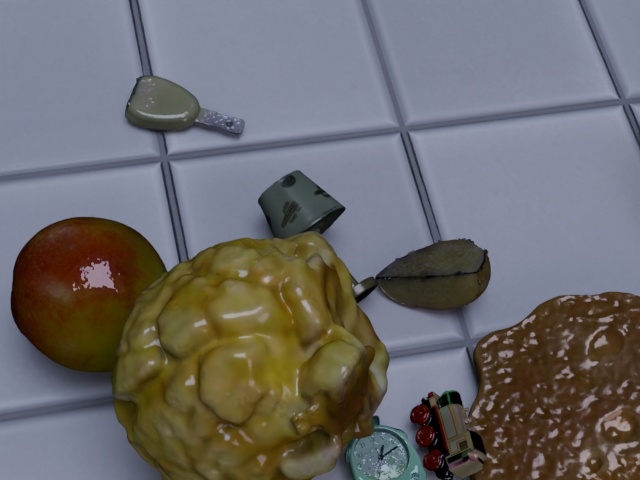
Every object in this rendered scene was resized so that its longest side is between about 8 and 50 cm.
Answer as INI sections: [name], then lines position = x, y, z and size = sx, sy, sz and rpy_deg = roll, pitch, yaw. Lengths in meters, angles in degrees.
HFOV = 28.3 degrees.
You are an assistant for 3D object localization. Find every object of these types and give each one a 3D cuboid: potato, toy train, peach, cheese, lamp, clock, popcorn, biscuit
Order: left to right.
[peach]
position = -0.319, 0.076, 1.771
size = 0.231, 0.231, 0.231
rpy_deg = 3, 59, -5
[cheese]
position = -0.217, -0.208, 2.059
size = 0.192, 0.037, 0.097
rpy_deg = 16, 60, 4
[popcorn]
position = -0.096, 0.168, 1.645
size = 0.354, 0.390, 0.344
rpy_deg = 27, 41, -17
[lamp]
position = 0.000, 0.000, 1.918
size = 0.121, 0.121, 0.215
rpy_deg = -32, 78, -23
[clock]
position = 0.083, 0.306, 1.789
size = 0.101, 0.041, 0.135
rpy_deg = -16, 62, -15
[potato]
position = 0.184, 0.061, 1.938
size = 0.172, 0.089, 0.101
rpy_deg = -8, 33, 24
[toy train]
position = 0.180, 0.272, 1.789
size = 0.087, 0.050, 0.138
rpy_deg = -30, 50, 20
[biscuit]
position = 0.395, 0.248, 1.794
size = 0.385, 0.062, 0.365
rpy_deg = -6, 63, 12
